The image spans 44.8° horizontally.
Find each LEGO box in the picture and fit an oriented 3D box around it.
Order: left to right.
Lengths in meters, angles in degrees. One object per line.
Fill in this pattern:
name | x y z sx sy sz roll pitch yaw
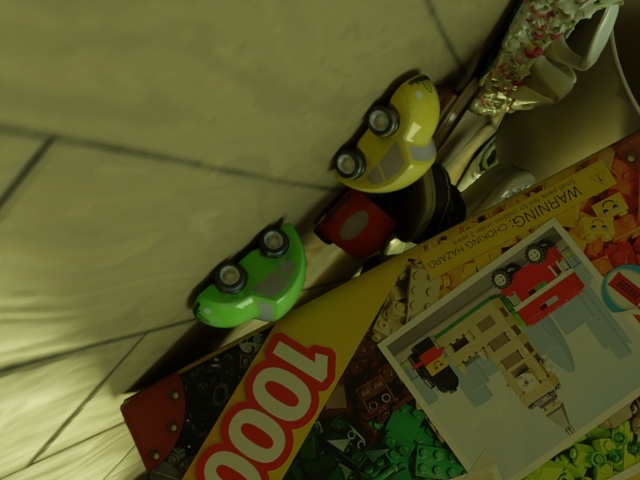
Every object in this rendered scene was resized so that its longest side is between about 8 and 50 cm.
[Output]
LEGO box | 0.149 0.186 0.661 0.500 0.372 0.193 -28 170 4

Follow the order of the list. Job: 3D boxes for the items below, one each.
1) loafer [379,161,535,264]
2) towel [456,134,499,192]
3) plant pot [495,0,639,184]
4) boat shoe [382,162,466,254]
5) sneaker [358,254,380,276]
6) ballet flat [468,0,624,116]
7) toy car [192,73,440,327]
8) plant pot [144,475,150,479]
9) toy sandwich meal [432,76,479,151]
loafer | 0.147 -0.019 0.943 0.102 0.092 0.268 -13 157 -40
towel | 0.334 -0.134 1.256 0.320 0.090 0.374 -40 168 -10
plant pot | 0.331 -0.146 0.885 0.256 0.256 0.274 -39 -176 -27
boat shoe | 0.103 -0.031 0.746 0.073 0.080 0.223 -3 169 -3
sneaker | 0.096 0.069 1.133 0.081 0.080 0.211 -51 166 16
ballet flat | 0.187 -0.158 0.648 0.091 0.077 0.241 -43 169 -18
toy car | 0.000 0.000 0.604 0.225 0.053 0.239 -40 168 -23
plant pot | -0.111 0.408 1.164 0.271 0.255 0.271 -42 169 -10
toy sandwich meal | 0.103 -0.108 0.658 0.085 0.029 0.085 -54 173 -10
